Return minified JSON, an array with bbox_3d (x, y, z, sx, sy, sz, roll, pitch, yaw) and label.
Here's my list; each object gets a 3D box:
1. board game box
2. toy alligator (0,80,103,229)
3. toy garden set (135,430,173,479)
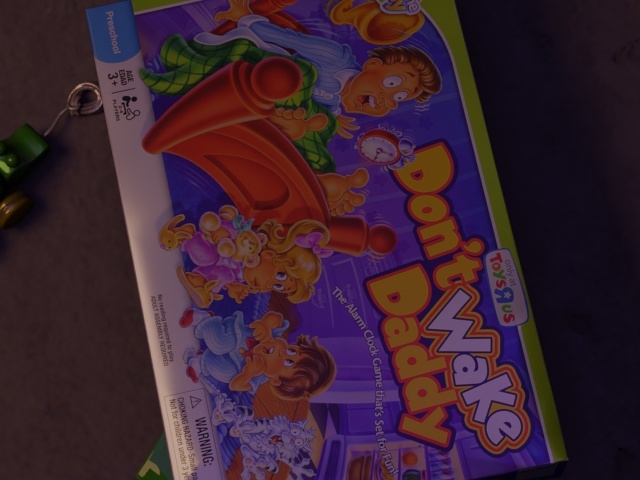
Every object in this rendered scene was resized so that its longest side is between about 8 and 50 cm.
[{"bbox_3d":[0.000,0.000,1.133,0.233,0.078,0.347,-13,75,0],"label":"board game box"},{"bbox_3d":[-0.219,-0.043,1.206,0.189,0.051,0.056,-45,81,0],"label":"toy alligator"},{"bbox_3d":[-0.038,0.218,1.162,0.203,0.049,0.244,31,87,10],"label":"toy garden set"}]
